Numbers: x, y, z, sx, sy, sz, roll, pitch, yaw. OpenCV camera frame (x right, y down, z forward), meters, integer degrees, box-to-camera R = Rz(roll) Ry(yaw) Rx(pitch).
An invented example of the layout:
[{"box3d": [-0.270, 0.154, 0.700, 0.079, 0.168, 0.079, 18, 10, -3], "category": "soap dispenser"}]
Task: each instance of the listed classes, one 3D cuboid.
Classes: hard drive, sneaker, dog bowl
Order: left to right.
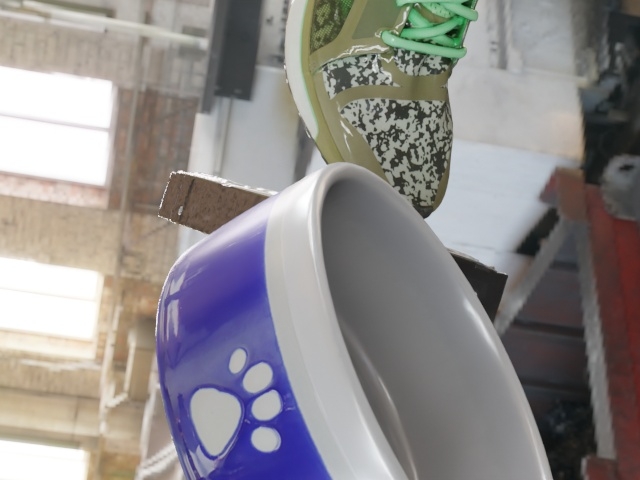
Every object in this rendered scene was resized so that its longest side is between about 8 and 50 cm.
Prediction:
[{"box3d": [0.000, 0.000, 1.120, 0.339, 0.237, 0.064, 16, 88, 61], "category": "hard drive"}, {"box3d": [0.029, 0.094, 0.617, 0.104, 0.265, 0.265, -28, 35, 21], "category": "dog bowl"}, {"box3d": [0.080, -0.220, 0.861, 0.182, 0.158, 0.410, 1, 93, 54], "category": "sneaker"}]
